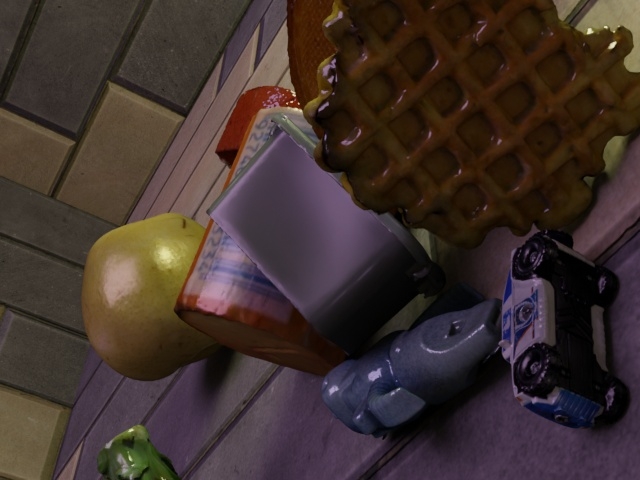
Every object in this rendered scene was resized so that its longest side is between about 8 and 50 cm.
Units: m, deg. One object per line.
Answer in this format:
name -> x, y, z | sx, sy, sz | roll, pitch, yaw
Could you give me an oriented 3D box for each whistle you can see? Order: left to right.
whistle -> 0.089, 0.129, 0.839 | 0.269, 0.093, 0.180 | -44, 3, 44

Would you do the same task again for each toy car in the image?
toy car -> 0.186, 0.066, 0.672 | 0.070, 0.080, 0.171 | -44, 29, 47

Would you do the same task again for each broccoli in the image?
broccoli -> -0.192, 0.358, 1.029 | 0.269, 0.254, 0.269 | 44, 147, 39

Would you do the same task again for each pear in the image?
pear -> -0.294, 0.098, 1.553 | 0.309, 0.309, 0.309 | -52, 23, 33

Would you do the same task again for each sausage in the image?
sausage -> -0.035, 0.004, 1.099 | 0.233, 0.233, 0.287 | -20, 47, 64

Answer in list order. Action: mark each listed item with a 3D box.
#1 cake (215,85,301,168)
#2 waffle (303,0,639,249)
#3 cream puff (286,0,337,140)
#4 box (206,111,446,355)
cake -> -0.075, -0.170, 1.498 | 0.151, 0.177, 0.283 | -68, 20, -6
waffle -> 0.134, -0.136, 0.723 | 0.282, 0.300, 0.058 | -64, 14, 14
cream puff -> 0.106, -0.195, 0.885 | 0.303, 0.212, 0.303 | 17, 113, 47
box -> 0.000, 0.000, 0.892 | 0.135, 0.243, 0.163 | -44, -24, 0
